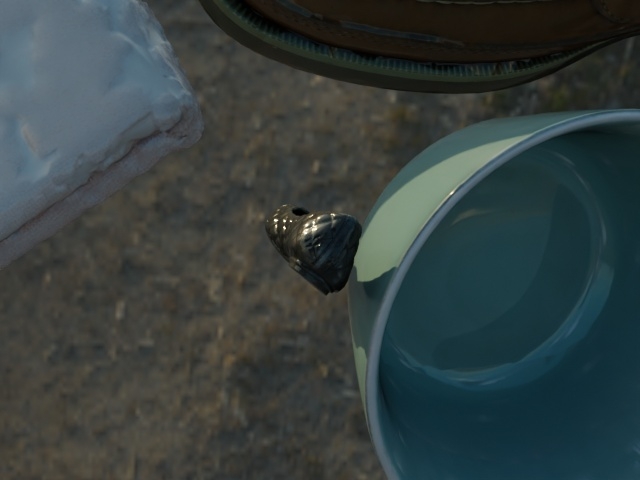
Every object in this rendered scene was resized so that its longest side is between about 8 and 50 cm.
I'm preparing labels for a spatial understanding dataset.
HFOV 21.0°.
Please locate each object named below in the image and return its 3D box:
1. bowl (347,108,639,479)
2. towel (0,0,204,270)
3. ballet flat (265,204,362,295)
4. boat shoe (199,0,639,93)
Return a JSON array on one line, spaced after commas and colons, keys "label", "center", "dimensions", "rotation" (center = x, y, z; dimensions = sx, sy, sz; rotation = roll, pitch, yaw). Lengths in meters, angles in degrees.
[{"label": "bowl", "center": [0.144, 0.039, 1.165], "dimensions": [0.312, 0.311, 0.163], "rotation": [-10, 24, -19]}, {"label": "towel", "center": [-0.252, -0.092, 0.786], "dimensions": [0.317, 0.053, 0.332], "rotation": [-35, 68, 6]}, {"label": "ballet flat", "center": [0.000, 0.000, 1.113], "dimensions": [0.057, 0.049, 0.173], "rotation": [41, 0, -12]}, {"label": "boat shoe", "center": [0.110, -0.121, 0.566], "dimensions": [0.307, 0.104, 0.110], "rotation": [-7, 75, -20]}]
